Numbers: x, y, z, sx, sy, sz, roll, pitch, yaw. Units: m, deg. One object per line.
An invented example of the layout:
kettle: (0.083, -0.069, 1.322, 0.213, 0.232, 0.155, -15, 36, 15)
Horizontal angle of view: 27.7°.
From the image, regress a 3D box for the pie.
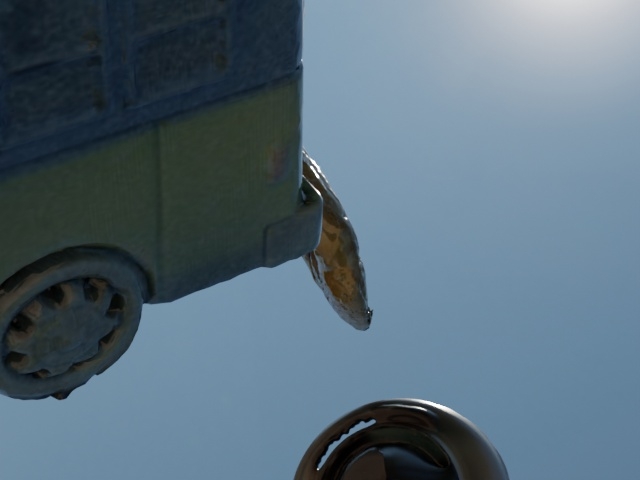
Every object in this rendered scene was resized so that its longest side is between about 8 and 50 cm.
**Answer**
pie: (0.003, -0.002, 1.207, 0.052, 0.218, 0.185, -30, -127, -6)

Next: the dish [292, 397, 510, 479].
dish: (0.040, 0.148, 0.759, 0.141, 0.078, 0.141, -6, -118, 12)

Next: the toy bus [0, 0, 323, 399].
toy bus: (-0.156, -0.041, 0.355, 0.152, 0.312, 0.190, 47, -33, 36)
